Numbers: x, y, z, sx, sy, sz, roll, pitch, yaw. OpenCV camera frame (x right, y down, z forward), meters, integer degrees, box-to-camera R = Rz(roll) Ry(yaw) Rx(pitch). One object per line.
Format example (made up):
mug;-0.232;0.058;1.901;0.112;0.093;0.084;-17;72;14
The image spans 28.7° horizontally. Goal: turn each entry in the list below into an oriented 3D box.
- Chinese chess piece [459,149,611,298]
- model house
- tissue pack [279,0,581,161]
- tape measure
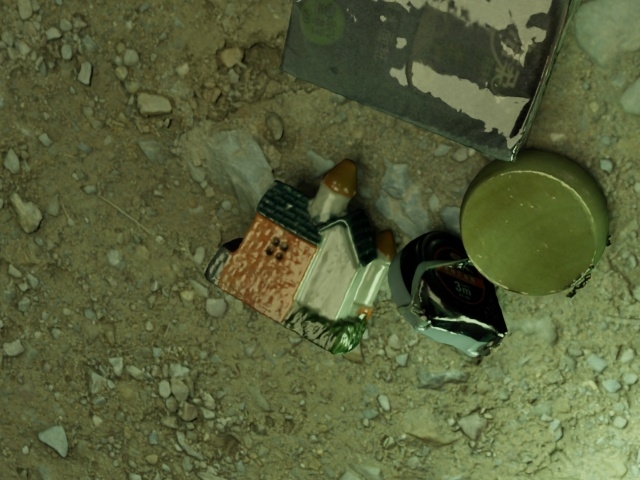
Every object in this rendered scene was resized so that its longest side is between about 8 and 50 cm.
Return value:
Chinese chess piece;0.328;-0.023;1.920;0.238;0.092;0.237;9;115;19
model house;0.000;0.000;2.050;0.271;0.190;0.300;30;106;13
tissue pack;0.158;-0.318;1.838;0.394;0.124;0.288;23;121;13
tape measure;0.193;0.078;1.975;0.182;0.181;0.107;22;133;-30
